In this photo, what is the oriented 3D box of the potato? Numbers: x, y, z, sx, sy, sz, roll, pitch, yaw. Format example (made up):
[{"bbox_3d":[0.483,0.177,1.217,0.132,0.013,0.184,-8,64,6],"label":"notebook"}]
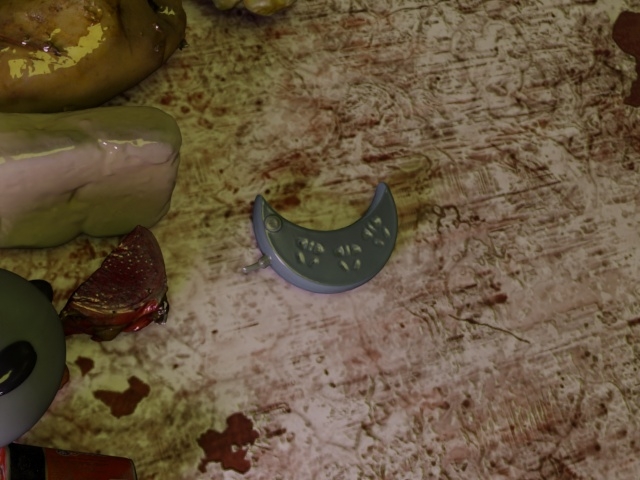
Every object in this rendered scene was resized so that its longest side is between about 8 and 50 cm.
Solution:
[{"bbox_3d":[-0.285,-0.227,1.024,0.300,0.140,0.173,-31,57,-24],"label":"potato"}]

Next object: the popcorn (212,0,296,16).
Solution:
[{"bbox_3d":[-0.080,-0.376,1.112,0.197,0.212,0.198,-10,112,-26],"label":"popcorn"}]

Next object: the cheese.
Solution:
[{"bbox_3d":[-0.287,-0.072,0.979,0.262,0.159,0.093,-9,50,-21],"label":"cheese"}]

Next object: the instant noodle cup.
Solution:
[{"bbox_3d":[-0.265,0.266,0.918,0.135,0.127,0.127,7,74,-25],"label":"instant noodle cup"}]

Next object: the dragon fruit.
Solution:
[{"bbox_3d":[-0.217,0.068,0.997,0.096,0.102,0.147,41,62,-7],"label":"dragon fruit"}]

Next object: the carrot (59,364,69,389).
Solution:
[{"bbox_3d":[-0.338,0.085,0.984,0.037,0.037,0.190,-34,85,-23],"label":"carrot"}]

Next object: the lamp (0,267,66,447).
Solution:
[{"bbox_3d":[-0.368,0.127,0.869,0.243,0.198,0.198,-24,84,4],"label":"lamp"}]

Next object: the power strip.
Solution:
[{"bbox_3d":[0.000,0.000,1.114,0.215,0.044,0.137,-9,80,-21],"label":"power strip"}]
